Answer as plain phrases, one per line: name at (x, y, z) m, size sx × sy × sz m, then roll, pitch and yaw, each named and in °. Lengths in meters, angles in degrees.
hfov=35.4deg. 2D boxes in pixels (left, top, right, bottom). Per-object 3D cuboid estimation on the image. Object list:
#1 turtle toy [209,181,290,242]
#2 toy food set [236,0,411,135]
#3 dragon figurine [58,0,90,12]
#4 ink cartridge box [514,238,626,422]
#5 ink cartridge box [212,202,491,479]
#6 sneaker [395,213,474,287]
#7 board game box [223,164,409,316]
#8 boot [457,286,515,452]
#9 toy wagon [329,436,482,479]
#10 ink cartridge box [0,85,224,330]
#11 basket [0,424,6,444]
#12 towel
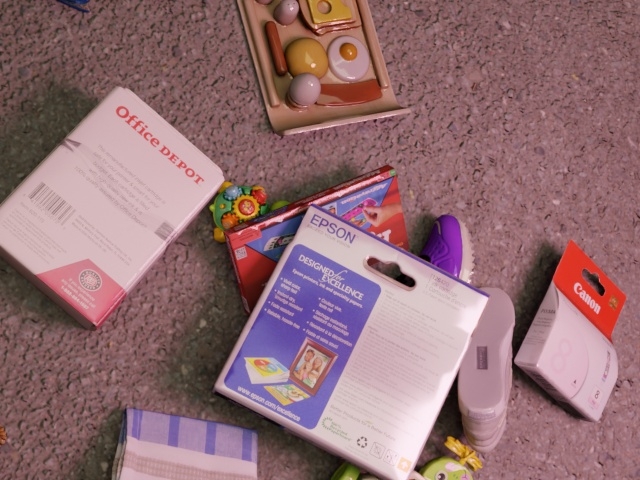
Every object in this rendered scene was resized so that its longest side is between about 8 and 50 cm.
turtle toy at (-0.103, -0.043, 1.510) m, size 0.130 × 0.066 × 0.095 m, roll 7°, pitch 78°, yaw -16°
toy food set at (0.003, -0.324, 1.581) m, size 0.220 × 0.092 × 0.306 m, roll -13°, pitch 84°, yaw -18°
dragon figurine at (-0.364, -0.398, 1.492) m, size 0.289 × 0.085 × 0.144 m, roll 30°, pitch 73°, yaw -8°
ink cartridge box at (0.420, 0.145, 1.600) m, size 0.189 × 0.066 × 0.232 m, roll 40°, pitch 73°, yaw -31°
ink cartridge box at (0.048, 0.149, 1.441) m, size 0.304 × 0.072 × 0.307 m, roll 28°, pitch 71°, yaw -1°
sneaker at (0.143, 0.088, 1.541) m, size 0.146 × 0.102 × 0.293 m, roll 13°, pitch 74°, yaw -8°
board game box at (0.000, 0.000, 1.517) m, size 0.281 × 0.027 × 0.145 m, roll -23°, pitch 120°, yaw -19°
boot at (0.251, 0.201, 1.559) m, size 0.095 × 0.123 × 0.258 m, roll 5°, pitch 45°, yaw 12°
toy wagon at (0.115, 0.438, 1.461) m, size 0.267 × 0.068 × 0.344 m, roll 40°, pitch 83°, yaw -6°
ink cartridge box at (-0.305, -0.044, 1.424) m, size 0.207 × 0.117 × 0.283 m, roll 41°, pitch 72°, yaw -5°
basket at (-0.609, 0.259, 1.292) m, size 0.213 × 0.223 × 0.299 m, roll 34°, pitch 69°, yaw 27°
towel at (-0.184, 0.357, 1.352) m, size 0.209 × 0.034 × 0.285 m, roll 13°, pitch 43°, yaw -13°
